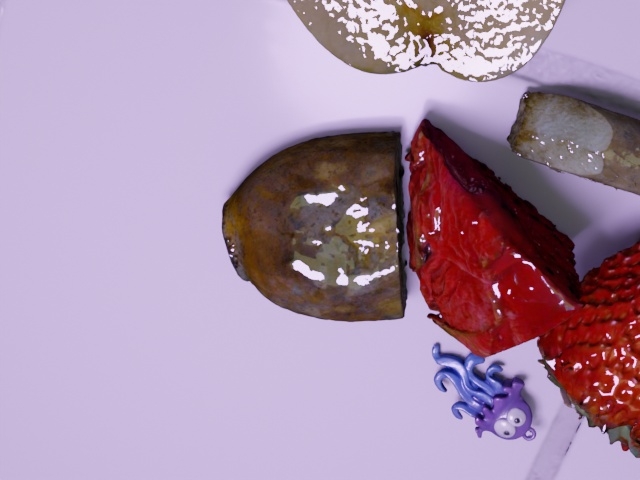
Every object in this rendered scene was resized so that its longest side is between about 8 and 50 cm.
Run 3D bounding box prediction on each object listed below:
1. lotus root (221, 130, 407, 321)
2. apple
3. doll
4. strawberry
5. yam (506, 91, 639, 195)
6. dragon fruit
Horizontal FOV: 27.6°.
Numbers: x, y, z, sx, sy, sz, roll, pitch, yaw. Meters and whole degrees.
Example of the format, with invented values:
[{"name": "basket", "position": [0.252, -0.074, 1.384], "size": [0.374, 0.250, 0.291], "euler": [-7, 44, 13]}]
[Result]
[{"name": "lotus root", "position": [-0.013, -0.011, 1.832], "size": [0.260, 0.149, 0.267], "euler": [0, 111, 7]}, {"name": "apple", "position": [0.121, -0.372, 1.576], "size": [0.311, 0.320, 0.360], "euler": [-25, 128, -23]}, {"name": "doll", "position": [0.242, 0.231, 1.951], "size": [0.206, 0.067, 0.110], "euler": [39, 105, 1]}, {"name": "strawberry", "position": [0.471, 0.117, 1.782], "size": [0.351, 0.267, 0.312], "euler": [-54, 142, -2]}, {"name": "yam", "position": [0.387, -0.124, 1.750], "size": [0.259, 0.106, 0.106], "euler": [17, 115, -2]}, {"name": "dragon fruit", "position": [0.217, -0.018, 1.808], "size": [0.302, 0.240, 0.330], "euler": [-35, 84, 49]}]
